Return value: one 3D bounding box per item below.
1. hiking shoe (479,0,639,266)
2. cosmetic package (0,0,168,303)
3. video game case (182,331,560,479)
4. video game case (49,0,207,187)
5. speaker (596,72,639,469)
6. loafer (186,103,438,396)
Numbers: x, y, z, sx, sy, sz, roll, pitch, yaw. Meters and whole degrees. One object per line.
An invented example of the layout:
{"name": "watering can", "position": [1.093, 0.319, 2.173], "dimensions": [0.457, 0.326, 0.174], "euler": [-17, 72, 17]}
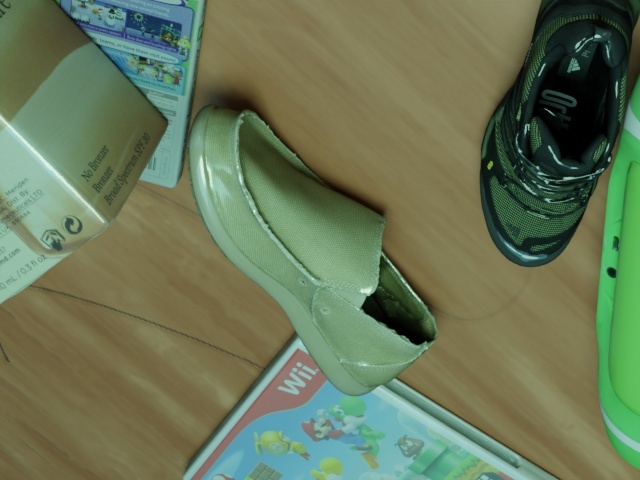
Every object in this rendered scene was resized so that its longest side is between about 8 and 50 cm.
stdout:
{"name": "hiking shoe", "position": [0.149, -0.064, 1.003], "dimensions": [0.086, 0.114, 0.226], "euler": [14, 125, 7]}
{"name": "cosmetic package", "position": [-0.259, -0.120, 1.019], "dimensions": [0.129, 0.153, 0.296], "euler": [-33, 111, 29]}
{"name": "video game case", "position": [0.053, 0.209, 1.272], "dimensions": [0.285, 0.025, 0.204], "euler": [32, 126, -8]}
{"name": "video game case", "position": [-0.191, -0.146, 1.091], "dimensions": [0.212, 0.023, 0.193], "euler": [16, 126, 5]}
{"name": "speaker", "position": [0.258, 0.019, 1.027], "dimensions": [0.131, 0.131, 0.296], "euler": [6, 125, 11]}
{"name": "loafer", "position": [0.000, 0.000, 1.101], "dimensions": [0.092, 0.102, 0.268], "euler": [-20, 126, 24]}
